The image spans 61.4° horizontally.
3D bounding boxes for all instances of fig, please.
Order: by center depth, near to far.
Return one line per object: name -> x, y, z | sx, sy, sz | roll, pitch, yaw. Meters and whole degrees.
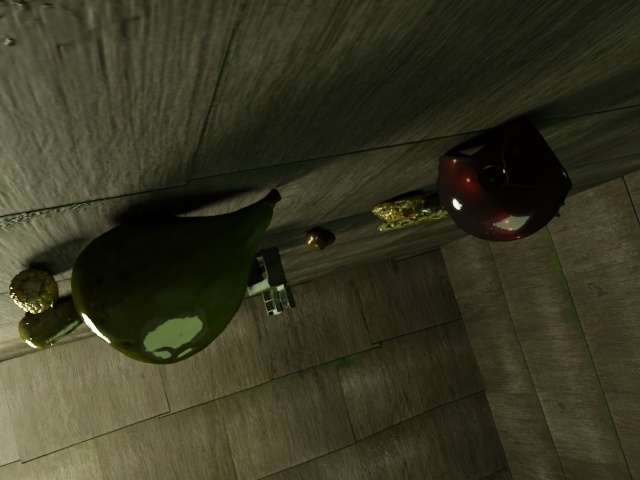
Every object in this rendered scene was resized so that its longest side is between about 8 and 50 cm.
fig -> -0.210, 0.036, 0.778 | 0.314, 0.233, 0.233 | -48, 162, 18

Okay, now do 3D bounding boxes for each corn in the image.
corn -> -0.501, 0.092, 0.951 | 0.072, 0.072, 0.203 | -12, 173, -27

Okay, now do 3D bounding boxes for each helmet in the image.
helmet -> 0.300, -0.094, 0.896 | 0.216, 0.193, 0.189 | 12, -177, 17

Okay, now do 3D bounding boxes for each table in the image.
table -> -0.148, 0.122, 1.506 | 0.062, 0.175, 0.146 | -12, 172, -32

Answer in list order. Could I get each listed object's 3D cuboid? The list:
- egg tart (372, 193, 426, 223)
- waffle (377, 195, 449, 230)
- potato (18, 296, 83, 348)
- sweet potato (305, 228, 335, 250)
egg tart -> 0.185, -0.072, 1.255 | 0.130, 0.052, 0.130 | -14, 175, -1
waffle -> 0.275, -0.078, 1.389 | 0.204, 0.054, 0.223 | -10, 173, -40
potato -> -0.655, 0.200, 1.330 | 0.188, 0.105, 0.085 | -29, 154, 3
sweet potato -> -0.002, 0.000, 1.397 | 0.053, 0.054, 0.182 | -9, 177, 16
